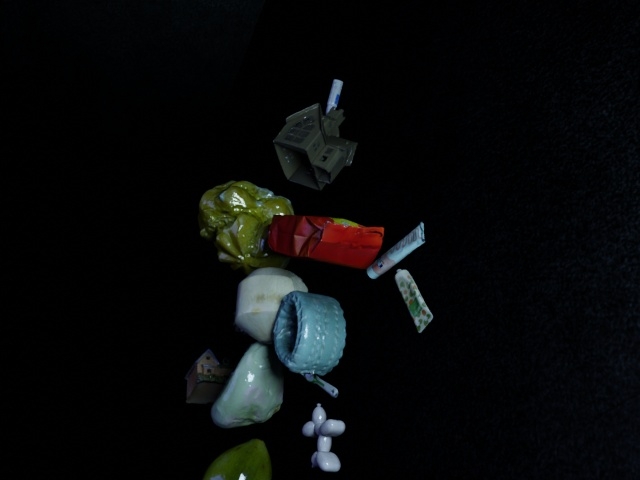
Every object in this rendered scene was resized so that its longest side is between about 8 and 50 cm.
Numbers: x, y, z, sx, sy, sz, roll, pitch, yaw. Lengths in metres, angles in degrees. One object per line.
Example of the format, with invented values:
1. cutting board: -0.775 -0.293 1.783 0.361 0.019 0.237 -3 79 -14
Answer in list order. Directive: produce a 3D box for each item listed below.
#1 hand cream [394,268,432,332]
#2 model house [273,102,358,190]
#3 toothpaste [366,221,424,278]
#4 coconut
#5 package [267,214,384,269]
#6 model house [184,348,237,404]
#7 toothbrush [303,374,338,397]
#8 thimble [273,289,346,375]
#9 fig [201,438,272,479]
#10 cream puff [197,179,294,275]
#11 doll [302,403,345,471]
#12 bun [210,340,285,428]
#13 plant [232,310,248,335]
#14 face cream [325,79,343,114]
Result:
1. hand cream: 0.206 0.127 1.402 0.057 0.037 0.165 -59 35 34
2. model house: 0.015 -0.302 1.891 0.204 0.211 0.243 22 64 26
3. toothpaste: 0.183 0.031 1.494 0.205 0.036 0.056 -44 38 44
4. coconut: -0.143 0.206 1.887 0.241 0.241 0.241 -42 41 51
5. package: 0.000 -0.001 1.709 0.423 0.196 0.123 5 87 65
6. model house: -0.393 0.496 2.306 0.166 0.183 0.172 -56 32 37
7. toothbrush: -0.023 0.387 1.751 0.304 0.030 0.030 10 87 66
8. thimble: -0.031 0.256 1.702 0.198 0.143 0.235 -47 37 49
9. fig: -0.239 0.700 1.864 0.203 0.203 0.225 -38 24 54
10. cream puff: -0.252 -0.019 2.072 0.378 0.378 0.275 -33 26 57
11. doll: 0.004 0.503 1.597 0.160 0.059 0.161 -19 61 60
12. bun: -0.199 0.461 1.912 0.293 0.187 0.293 -61 1 1
13. plant: -0.209 0.258 2.105 0.194 0.132 0.129 -36 42 48
14. face cream: 0.042 -0.463 2.057 0.034 0.034 0.130 20 95 66
